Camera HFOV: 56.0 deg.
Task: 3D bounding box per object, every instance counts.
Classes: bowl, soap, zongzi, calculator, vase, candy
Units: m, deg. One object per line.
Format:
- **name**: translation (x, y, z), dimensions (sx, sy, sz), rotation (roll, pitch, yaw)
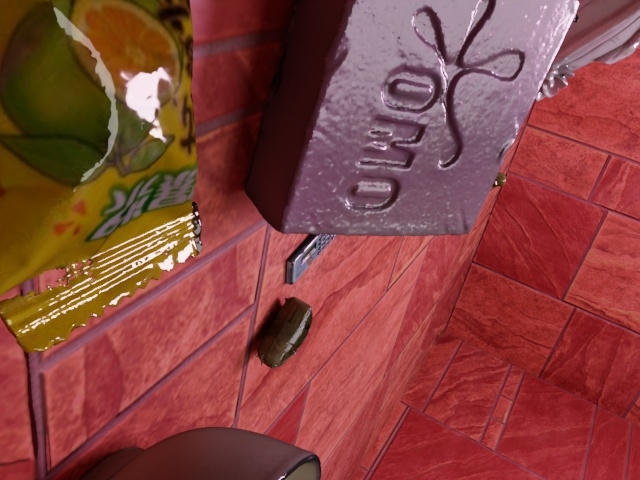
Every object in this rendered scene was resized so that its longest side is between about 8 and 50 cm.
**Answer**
- **bowl**: translation (-0.166, 0.334, 0.609), dimensions (0.354, 0.185, 0.354), rotation (-52, 157, -33)
- **soap**: translation (0.092, -0.150, 0.630), dimensions (0.285, 0.107, 0.296), rotation (-2, 124, -34)
- **zongzi**: translation (-0.053, 0.147, 0.896), dimensions (0.109, 0.055, 0.119), rotation (-56, 170, -18)
- **calculator**: translation (0.000, 0.000, 0.905), dimensions (0.172, 0.018, 0.057), rotation (-47, 152, -39)
- **vase**: translation (0.393, -0.368, 1.000), dimensions (0.445, 0.250, 0.250), rotation (-49, 174, 38)
- **candy**: translation (-0.131, -0.095, 0.350), dimensions (0.187, 0.081, 0.297), rotation (-36, 133, -56)

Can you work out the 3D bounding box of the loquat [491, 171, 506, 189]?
- **loquat**: translation (0.262, -0.136, 1.171), dimensions (0.149, 0.204, 0.172), rotation (104, 0, -87)
